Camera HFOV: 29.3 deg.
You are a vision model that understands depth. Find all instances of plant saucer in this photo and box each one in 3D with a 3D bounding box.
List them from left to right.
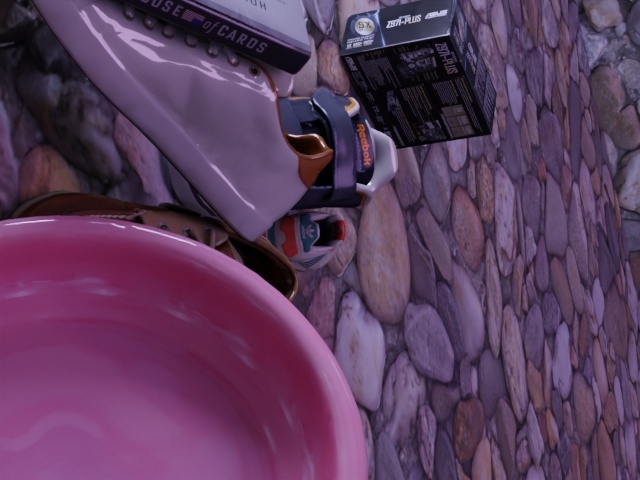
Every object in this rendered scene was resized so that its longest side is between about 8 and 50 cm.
[{"bbox_3d":[-0.140,0.130,0.712,0.084,0.332,0.332,108,0,-45],"label":"plant saucer"}]

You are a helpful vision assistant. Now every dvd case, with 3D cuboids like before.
[{"bbox_3d":[-0.101,-0.238,0.919,0.179,0.029,0.238,20,41,-30],"label":"dvd case"}]

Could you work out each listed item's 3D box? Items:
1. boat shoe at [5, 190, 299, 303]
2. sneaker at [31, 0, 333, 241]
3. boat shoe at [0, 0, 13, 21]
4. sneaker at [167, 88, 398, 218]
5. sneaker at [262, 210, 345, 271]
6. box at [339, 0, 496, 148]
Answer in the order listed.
[{"bbox_3d":[-0.119,0.020,0.962,0.324,0.120,0.122,6,77,-66],"label":"boat shoe"},{"bbox_3d":[-0.100,-0.134,0.912,0.290,0.123,0.106,47,5,-34],"label":"sneaker"},{"bbox_3d":[-0.236,-0.188,0.861,0.133,0.042,0.049,-71,166,-45],"label":"boat shoe"},{"bbox_3d":[-0.025,-0.089,1.207,0.321,0.127,0.126,-10,93,-65],"label":"sneaker"},{"bbox_3d":[0.000,0.000,1.294,0.161,0.075,0.057,8,76,-65],"label":"sneaker"},{"bbox_3d":[0.127,-0.210,1.558,0.180,0.147,0.077,57,35,-43],"label":"box"}]
